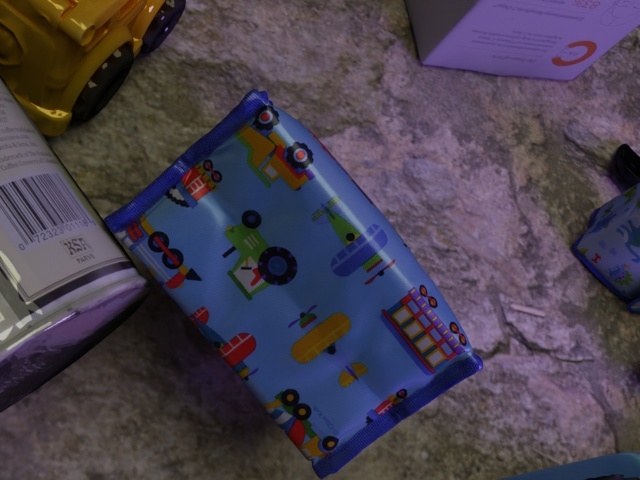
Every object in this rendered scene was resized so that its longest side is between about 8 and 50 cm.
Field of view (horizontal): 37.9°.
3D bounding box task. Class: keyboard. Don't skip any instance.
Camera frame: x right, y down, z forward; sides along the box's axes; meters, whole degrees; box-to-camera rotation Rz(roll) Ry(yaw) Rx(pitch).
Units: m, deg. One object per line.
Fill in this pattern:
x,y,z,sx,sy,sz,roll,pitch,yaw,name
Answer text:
0.394,-0.021,1.048,0.192,0.038,0.100,42,32,-2,keyboard

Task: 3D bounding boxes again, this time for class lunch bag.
0.358,0.016,0.945,0.151,0.129,0.096,43,57,-5,lunch bag
0.000,0.000,0.712,0.221,0.138,0.293,51,14,-5,lunch bag

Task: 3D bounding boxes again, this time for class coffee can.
-0.270,-0.024,0.599,0.201,0.201,0.275,-33,85,-34,coffee can

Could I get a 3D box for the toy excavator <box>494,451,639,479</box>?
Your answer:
0.269,0.265,0.764,0.445,0.222,0.433,15,60,-36,toy excavator

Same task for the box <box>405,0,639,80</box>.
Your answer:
0.256,-0.325,0.922,0.215,0.345,0.168,1,66,-27,box

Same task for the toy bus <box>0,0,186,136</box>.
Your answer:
-0.185,-0.227,0.735,0.149,0.211,0.220,37,54,-5,toy bus
